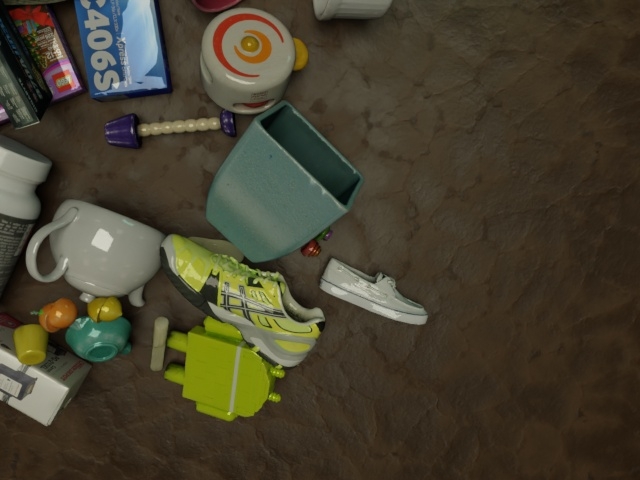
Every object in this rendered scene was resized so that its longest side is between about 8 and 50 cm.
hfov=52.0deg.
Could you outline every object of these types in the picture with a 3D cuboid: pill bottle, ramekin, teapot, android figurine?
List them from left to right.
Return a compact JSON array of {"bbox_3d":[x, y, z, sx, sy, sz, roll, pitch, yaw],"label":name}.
[{"bbox_3d":[-0.709,-0.033,1.348,0.210,0.210,0.363,27,93,-6],"label":"pill bottle"},{"bbox_3d":[-0.449,0.036,1.342,0.256,0.252,0.187,23,81,-18],"label":"teapot"},{"bbox_3d":[-0.211,0.286,1.446,0.272,0.056,0.248,12,109,12],"label":"android figurine"},{"bbox_3d":[0.074,-0.578,1.312,0.135,0.277,0.277,2,96,-12],"label":"ramekin"}]

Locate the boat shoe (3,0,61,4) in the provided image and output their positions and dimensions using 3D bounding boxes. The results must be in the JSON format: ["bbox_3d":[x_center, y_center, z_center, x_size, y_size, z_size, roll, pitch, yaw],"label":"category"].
[{"bbox_3d":[-0.650,-0.552,1.284,0.499,0.187,0.156,-3,86,15],"label":"boat shoe"}]

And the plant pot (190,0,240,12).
[{"bbox_3d":[-0.230,-0.602,1.336,0.201,0.201,0.180,-38,81,1],"label":"plant pot"}]

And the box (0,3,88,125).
[{"bbox_3d":[-0.674,-0.360,1.392,0.293,0.057,0.201,-22,98,-1],"label":"box"}]

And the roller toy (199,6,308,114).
[{"bbox_3d":[-0.149,-0.369,1.351,0.209,0.146,0.191,32,71,-2],"label":"roller toy"}]

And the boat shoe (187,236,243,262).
[{"bbox_3d":[-0.237,0.024,1.467,0.132,0.042,0.049,13,70,-5],"label":"boat shoe"}]

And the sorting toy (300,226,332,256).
[{"bbox_3d":[0.000,0.000,1.468,0.042,0.061,0.102,34,121,-20],"label":"sorting toy"}]

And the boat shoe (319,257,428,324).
[{"bbox_3d":[0.128,0.113,1.468,0.258,0.095,0.084,20,99,-6],"label":"boat shoe"}]

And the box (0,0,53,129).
[{"bbox_3d":[-0.596,-0.342,1.249,0.051,0.175,0.220,-20,120,-2],"label":"box"}]

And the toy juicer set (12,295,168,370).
[{"bbox_3d":[-0.445,0.179,1.369,0.328,0.090,0.209,13,130,-37],"label":"toy juicer set"}]

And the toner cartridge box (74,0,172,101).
[{"bbox_3d":[-0.425,-0.480,1.386,0.165,0.075,0.348,-9,96,-3],"label":"toner cartridge box"}]

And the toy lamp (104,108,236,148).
[{"bbox_3d":[-0.322,-0.243,1.414,0.274,0.080,0.080,-7,96,-2],"label":"toy lamp"}]

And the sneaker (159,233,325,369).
[{"bbox_3d":[-0.155,0.099,1.355,0.384,0.145,0.147,39,110,-16],"label":"sneaker"}]

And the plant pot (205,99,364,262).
[{"bbox_3d":[-0.094,-0.101,1.368,0.248,0.247,0.252,44,113,-7],"label":"plant pot"}]

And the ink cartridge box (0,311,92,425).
[{"bbox_3d":[-0.633,0.270,1.401,0.237,0.172,0.100,33,94,-6],"label":"ink cartridge box"}]
